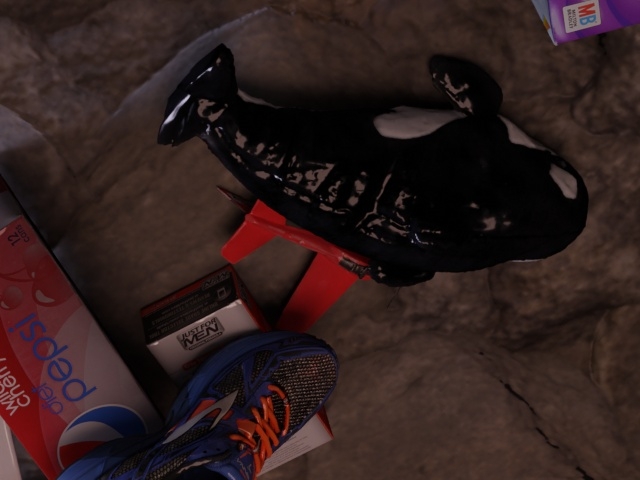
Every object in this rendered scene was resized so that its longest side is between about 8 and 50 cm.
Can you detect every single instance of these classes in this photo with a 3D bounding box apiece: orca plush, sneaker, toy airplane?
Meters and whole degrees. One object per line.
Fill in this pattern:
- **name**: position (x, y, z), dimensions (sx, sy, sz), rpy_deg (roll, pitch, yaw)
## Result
- **orca plush**: position (0.052, -0.040, 1.152), dimensions (0.287, 0.102, 0.151), rpy_deg (30, 101, -28)
- **sneaker**: position (-0.063, 0.136, 1.179), dimensions (0.221, 0.087, 0.083), rpy_deg (-39, 125, -29)
- **toy airplane**: position (0.000, 0.000, 1.229), dimensions (0.151, 0.028, 0.151), rpy_deg (-6, 123, -9)

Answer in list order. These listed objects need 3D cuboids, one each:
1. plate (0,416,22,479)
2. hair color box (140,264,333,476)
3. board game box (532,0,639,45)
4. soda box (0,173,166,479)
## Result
- **plate**: position (-0.308, 0.220, 1.221), dimensions (0.277, 0.045, 0.278), rpy_deg (-30, 124, -36)
- **hair color box**: position (-0.055, 0.090, 1.271), dimensions (0.072, 0.043, 0.141), rpy_deg (-26, 125, 6)
- **board game box**: position (0.236, -0.231, 1.047), dimensions (0.275, 0.144, 0.142), rpy_deg (-14, 126, 0)
- **soda box**: position (-0.170, 0.081, 1.205), dimensions (0.083, 0.092, 0.263), rpy_deg (-33, 124, -6)
